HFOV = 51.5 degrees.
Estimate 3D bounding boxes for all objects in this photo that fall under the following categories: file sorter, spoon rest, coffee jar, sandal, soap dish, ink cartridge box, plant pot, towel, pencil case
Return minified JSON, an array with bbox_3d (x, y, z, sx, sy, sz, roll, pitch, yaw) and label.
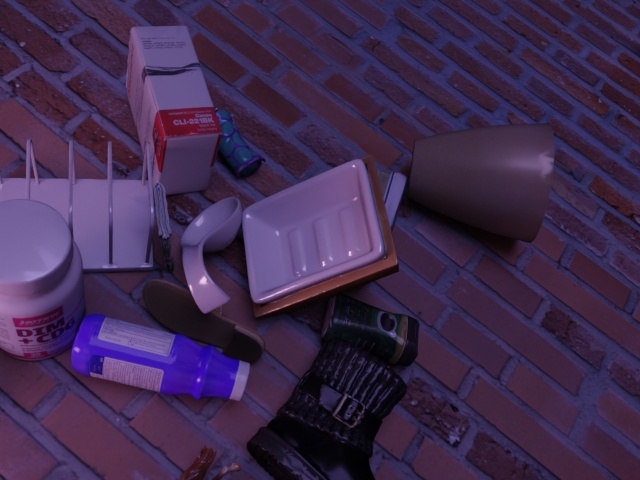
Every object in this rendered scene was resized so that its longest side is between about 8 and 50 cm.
[{"bbox_3d":[-0.437,-0.065,1.167,0.277,0.173,0.193,-1,61,-18],"label":"file sorter"},{"bbox_3d":[-0.201,0.006,1.196,0.084,0.137,0.276,52,16,-33],"label":"spoon rest"},{"bbox_3d":[0.097,0.170,1.255,0.184,0.079,0.096,19,44,-6],"label":"coffee jar"},{"bbox_3d":[-0.204,0.133,1.200,0.240,0.088,0.079,31,25,-7],"label":"sandal"},{"bbox_3d":[0.000,0.000,1.226,0.118,0.290,0.229,35,38,-53],"label":"soap dish"},{"bbox_3d":[-0.295,-0.255,1.305,0.114,0.197,0.273,-11,65,-24],"label":"ink cartridge box"},{"bbox_3d":[0.331,-0.137,1.433,0.274,0.256,0.256,7,58,6],"label":"plant pot"},{"bbox_3d":[-0.280,-0.022,1.203,0.023,0.152,0.113,-7,65,-11],"label":"towel"},{"bbox_3d":[-0.183,-0.204,1.391,0.070,0.064,0.152,-34,75,-5],"label":"pencil case"}]

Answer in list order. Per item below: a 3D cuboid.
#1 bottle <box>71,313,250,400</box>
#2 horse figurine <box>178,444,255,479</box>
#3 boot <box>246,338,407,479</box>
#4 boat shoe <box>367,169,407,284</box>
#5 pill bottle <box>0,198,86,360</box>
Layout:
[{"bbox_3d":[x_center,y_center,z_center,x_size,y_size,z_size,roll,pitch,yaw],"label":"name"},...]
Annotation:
[{"bbox_3d":[-0.261,0.201,1.101,0.282,0.118,0.092,15,57,-8],"label":"bottle"},{"bbox_3d":[-0.148,0.455,1.025,0.174,0.066,0.263,-28,75,-35],"label":"horse figurine"},{"bbox_3d":[0.078,0.350,1.116,0.348,0.131,0.260,41,58,8],"label":"boot"},{"bbox_3d":[0.103,-0.033,1.376,0.094,0.109,0.302,15,47,9],"label":"boat shoe"},{"bbox_3d":[-0.448,0.066,1.020,0.160,0.283,0.160,8,59,-13],"label":"pill bottle"}]
